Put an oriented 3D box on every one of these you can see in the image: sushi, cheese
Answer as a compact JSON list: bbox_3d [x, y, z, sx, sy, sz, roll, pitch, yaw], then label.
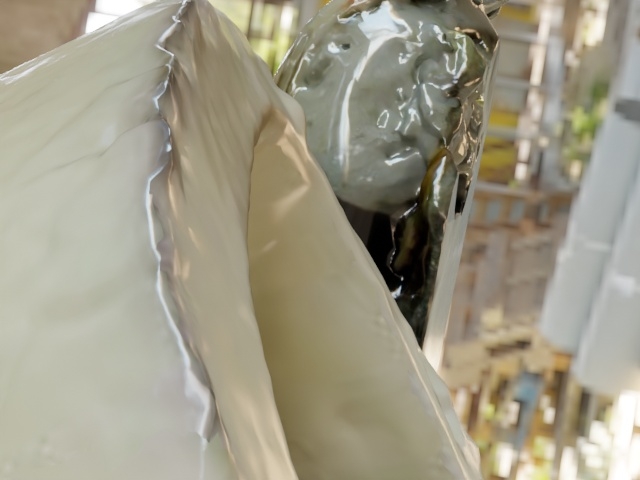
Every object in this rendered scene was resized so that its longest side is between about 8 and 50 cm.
[{"bbox_3d":[-0.001,-0.008,0.730,0.134,0.109,0.273,-48,-31,-78],"label":"sushi"},{"bbox_3d":[-0.042,0.092,0.538,0.332,0.153,0.292,-92,-23,-60],"label":"cheese"}]
